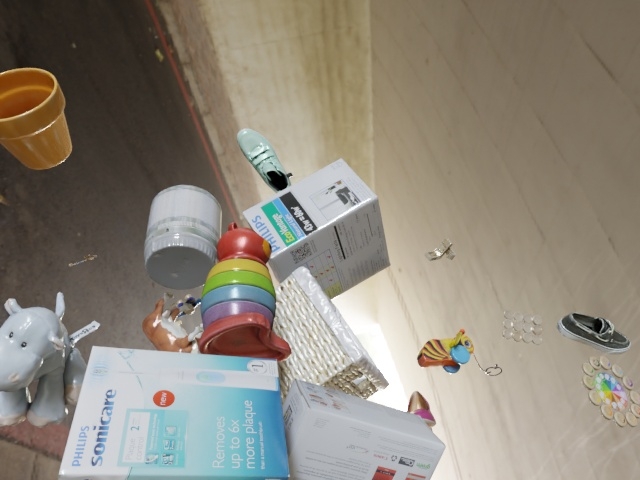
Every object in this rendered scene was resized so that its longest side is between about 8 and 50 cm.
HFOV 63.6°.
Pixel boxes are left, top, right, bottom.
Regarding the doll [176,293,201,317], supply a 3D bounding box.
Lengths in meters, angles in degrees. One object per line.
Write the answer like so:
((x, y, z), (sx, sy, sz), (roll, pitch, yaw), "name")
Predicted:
((-0.501, 0.250, 1.934), (0.046, 0.129, 0.189), (59, -16, -14), "doll")

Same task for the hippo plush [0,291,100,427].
((-0.577, 0.248, 1.080), (0.234, 0.294, 0.236), (40, -33, -1), "hippo plush")

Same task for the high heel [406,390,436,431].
((0.246, 0.426, 1.314), (0.244, 0.082, 0.117), (47, 25, -59), "high heel")

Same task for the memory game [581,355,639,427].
((0.729, 0.375, 1.289), (0.012, 0.186, 0.186), (125, -37, -47), "memory game")

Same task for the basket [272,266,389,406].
((-0.026, 0.311, 1.444), (0.331, 0.267, 0.328), (55, -1, 34), "basket")

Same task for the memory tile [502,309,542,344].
((0.737, 0.317, 1.882), (0.012, 0.148, 0.113), (108, -7, -66), "memory tile")

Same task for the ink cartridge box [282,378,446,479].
((0.045, 0.461, 1.033), (0.271, 0.310, 0.130), (-66, -162, 4), "ink cartridge box")

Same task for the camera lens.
((-0.414, -0.017, 1.568), (0.219, 0.220, 0.274), (80, 1, -46), "camera lens")

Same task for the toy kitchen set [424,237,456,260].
((0.447, 0.045, 1.897), (0.068, 0.075, 0.083), (52, -54, 28), "toy kitchen set")

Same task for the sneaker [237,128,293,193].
((-0.176, -0.259, 1.657), (0.255, 0.094, 0.151), (52, -1, -8), "sneaker")

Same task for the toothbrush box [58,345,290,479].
((-0.212, 0.288, 0.778), (0.216, 0.296, 0.126), (-103, -154, -54), "toothbrush box")

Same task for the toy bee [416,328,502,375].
((0.485, 0.401, 1.878), (0.195, 0.299, 0.162), (-42, -145, 36), "toy bee")

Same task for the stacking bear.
((-0.163, 0.096, 1.073), (0.175, 0.165, 0.288), (61, 19, -49), "stacking bear")

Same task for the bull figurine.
((-0.436, 0.309, 1.590), (0.310, 0.188, 0.101), (38, 3, 27), "bull figurine")

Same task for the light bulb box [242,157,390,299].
((0.000, 0.000, 1.644), (0.225, 0.361, 0.357), (53, -11, 39), "light bulb box")

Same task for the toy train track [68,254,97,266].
((-0.700, 0.056, 1.518), (0.083, 0.048, 0.014), (-27, 105, -44), "toy train track")

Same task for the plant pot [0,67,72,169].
((-0.712, -0.284, 1.265), (0.187, 0.205, 0.205), (86, -6, -51), "plant pot")

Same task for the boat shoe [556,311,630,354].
((0.761, 0.251, 1.407), (0.077, 0.220, 0.070), (-85, -165, -45), "boat shoe")
